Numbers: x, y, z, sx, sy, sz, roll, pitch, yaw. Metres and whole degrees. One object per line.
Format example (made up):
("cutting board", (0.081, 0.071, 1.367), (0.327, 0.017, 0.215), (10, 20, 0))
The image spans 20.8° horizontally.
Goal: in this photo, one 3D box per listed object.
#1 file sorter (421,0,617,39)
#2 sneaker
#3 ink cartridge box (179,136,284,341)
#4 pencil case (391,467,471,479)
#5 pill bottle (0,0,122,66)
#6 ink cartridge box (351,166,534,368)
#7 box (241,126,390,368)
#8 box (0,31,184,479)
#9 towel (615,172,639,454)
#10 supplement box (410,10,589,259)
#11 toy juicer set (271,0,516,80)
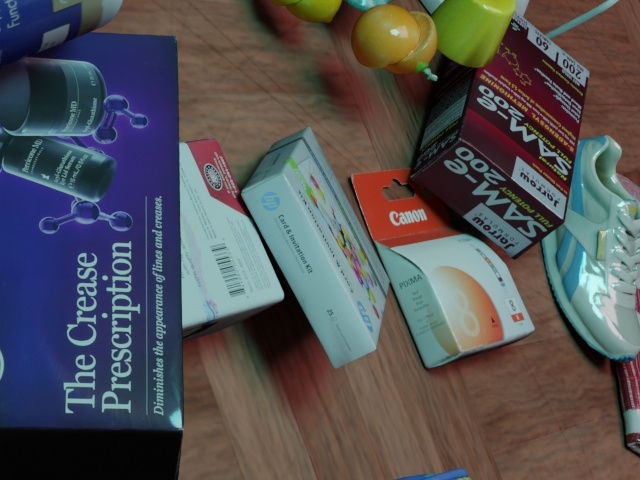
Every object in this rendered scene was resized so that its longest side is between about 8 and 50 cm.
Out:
("file sorter", (0.170, -0.342, 1.733), (0.278, 0.173, 0.193), (50, 34, -18))
("sneaker", (0.275, 0.007, 1.703), (0.087, 0.092, 0.229), (9, 61, -54))
("ink cartridge box", (-0.120, 0.007, 1.164), (0.175, 0.072, 0.127), (-13, 78, -57))
("pencil case", (0.103, 0.311, 1.215), (0.133, 0.119, 0.306), (-11, 76, -60))
("pill bottle", (-0.250, -0.141, 0.917), (0.264, 0.153, 0.153), (-25, 88, -20))
("ink cartridge box", (0.109, 0.014, 1.510), (0.145, 0.045, 0.179), (-10, 78, -57))
("box", (0.000, 0.000, 1.305), (0.145, 0.038, 0.186), (62, 12, -9))
("box", (-0.172, 0.010, 0.983), (0.184, 0.103, 0.261), (0, 58, -7))
("towel", (0.376, 0.107, 1.826), (0.237, 0.037, 0.329), (32, 43, -38))
("supplement box", (0.172, -0.110, 1.621), (0.130, 0.073, 0.239), (37, 40, -17))
("toy juicer set", (-0.001, -0.251, 1.520), (0.329, 0.089, 0.209), (45, 43, 12))
